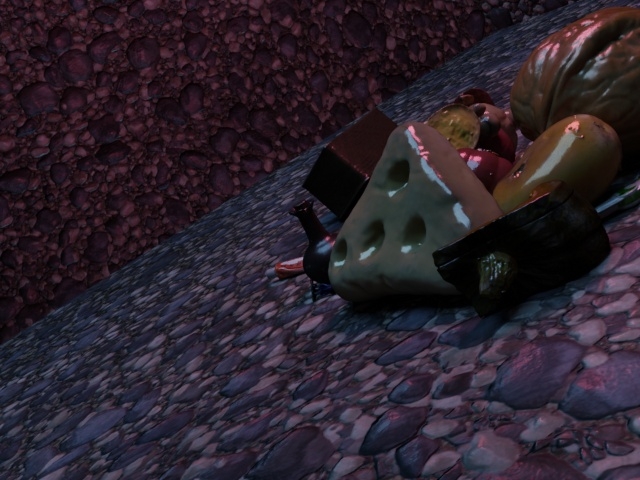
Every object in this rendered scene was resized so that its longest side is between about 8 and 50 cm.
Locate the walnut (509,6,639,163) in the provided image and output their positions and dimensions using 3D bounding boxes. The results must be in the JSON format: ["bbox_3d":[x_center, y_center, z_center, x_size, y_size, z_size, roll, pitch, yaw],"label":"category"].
[{"bbox_3d":[0.502,-0.267,1.531,0.313,0.277,0.252,-38,-16,-17],"label":"walnut"}]

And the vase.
[{"bbox_3d":[0.000,0.000,1.749,0.120,0.183,0.120,-27,14,7],"label":"vase"}]

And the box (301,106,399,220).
[{"bbox_3d":[0.100,-0.204,2.264,0.273,0.143,0.184,-42,-11,-43],"label":"box"}]

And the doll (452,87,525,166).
[{"bbox_3d":[0.358,-0.219,1.828,0.152,0.196,0.256,-10,23,5],"label":"doll"}]

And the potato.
[{"bbox_3d":[0.384,-0.100,1.383,0.234,0.146,0.150,-48,-15,5],"label":"potato"}]

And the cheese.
[{"bbox_3d":[0.157,0.019,1.422,0.351,0.129,0.328,-63,37,23],"label":"cheese"}]

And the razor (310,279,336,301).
[{"bbox_3d":[0.035,0.093,1.666,0.028,0.044,0.154,-6,-2,-38],"label":"razor"}]

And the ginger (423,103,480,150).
[{"bbox_3d":[0.198,-0.115,1.707,0.354,0.126,0.190,-56,-3,12],"label":"ginger"}]

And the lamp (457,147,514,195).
[{"bbox_3d":[0.277,-0.085,1.535,0.182,0.182,0.140,-7,61,59],"label":"lamp"}]

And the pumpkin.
[{"bbox_3d":[0.301,0.005,1.215,0.248,0.131,0.126,-36,14,-20],"label":"pumpkin"}]

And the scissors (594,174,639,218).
[{"bbox_3d":[0.482,-0.070,1.332,0.204,0.027,0.101,-31,9,-1],"label":"scissors"}]

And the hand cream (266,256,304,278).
[{"bbox_3d":[-0.035,0.055,1.965,0.216,0.038,0.052,-18,44,29],"label":"hand cream"}]
